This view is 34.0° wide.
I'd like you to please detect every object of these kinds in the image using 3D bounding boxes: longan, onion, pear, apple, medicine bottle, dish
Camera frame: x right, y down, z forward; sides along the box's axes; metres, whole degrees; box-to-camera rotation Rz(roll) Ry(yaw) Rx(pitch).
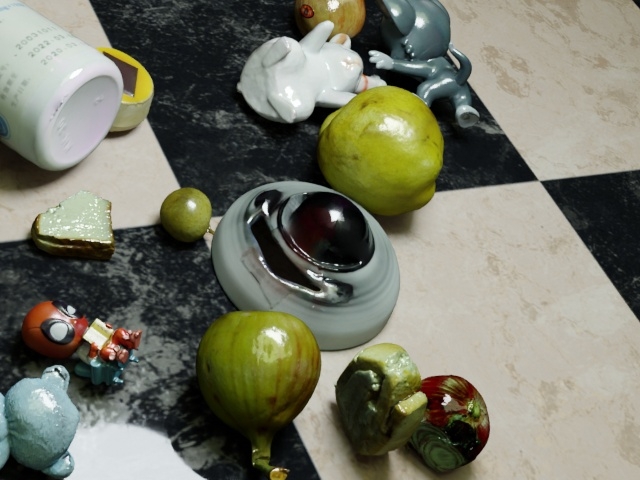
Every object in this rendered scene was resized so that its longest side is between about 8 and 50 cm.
[{"bbox_3d":[-0.174,-0.032,1.402,0.083,0.075,0.075,34,37,-31],"label":"longan"},{"bbox_3d":[0.158,0.223,1.315,0.117,0.118,0.119,57,39,-20],"label":"onion"},{"bbox_3d":[0.091,-0.134,1.554,0.200,0.200,0.200,15,45,-16],"label":"pear"},{"bbox_3d":[0.018,-0.390,1.799,0.126,0.126,0.102,-19,103,-39],"label":"apple"},{"bbox_3d":[-0.416,-0.230,1.370,0.293,0.170,0.170,34,43,15],"label":"medicine bottle"},{"bbox_3d":[0.000,0.000,1.416,0.273,0.134,0.273,14,45,-15],"label":"dish"}]

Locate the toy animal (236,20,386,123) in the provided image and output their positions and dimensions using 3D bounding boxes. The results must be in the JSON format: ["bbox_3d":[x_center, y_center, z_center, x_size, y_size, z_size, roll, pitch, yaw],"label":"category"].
[{"bbox_3d":[0.010,-0.270,1.663,0.282,0.138,0.141,-17,95,-34],"label":"toy animal"}]

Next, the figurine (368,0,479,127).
[{"bbox_3d":[0.175,-0.312,1.771,0.193,0.140,0.265,-2,44,-42],"label":"figurine"}]

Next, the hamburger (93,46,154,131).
[{"bbox_3d":[-0.308,-0.212,1.485,0.141,0.081,0.127,10,47,-37],"label":"hamburger"}]

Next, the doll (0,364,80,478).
[{"bbox_3d":[-0.344,0.196,1.103,0.179,0.075,0.120,-3,89,-7],"label":"doll"}]

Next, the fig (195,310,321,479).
[{"bbox_3d":[-0.065,0.174,1.230,0.142,0.148,0.186,-6,91,-49],"label":"fig"}]

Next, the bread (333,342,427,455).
[{"bbox_3d":[0.069,0.189,1.256,0.064,0.156,0.117,-14,59,-27],"label":"bread"}]

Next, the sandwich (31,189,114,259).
[{"bbox_3d":[-0.316,-0.021,1.333,0.104,0.036,0.093,1,51,-26],"label":"sandwich"}]

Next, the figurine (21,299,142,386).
[{"bbox_3d":[-0.279,0.114,1.203,0.140,0.075,0.068,21,44,5],"label":"figurine"}]
